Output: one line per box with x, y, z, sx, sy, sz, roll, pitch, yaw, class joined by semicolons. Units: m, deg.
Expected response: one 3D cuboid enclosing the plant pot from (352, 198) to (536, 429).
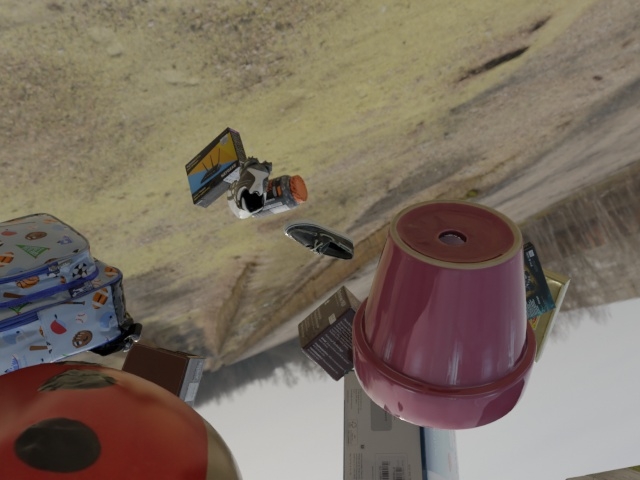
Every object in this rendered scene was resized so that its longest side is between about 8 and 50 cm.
0.134;0.064;0.601;0.202;0.201;0.180;-19;127;-25;plant pot

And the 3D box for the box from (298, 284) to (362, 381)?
0.061;0.286;1.749;0.203;0.167;0.168;-42;-162;8;box

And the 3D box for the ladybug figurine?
-0.222;0.199;0.413;0.305;0.161;0.449;-29;-169;-30;ladybug figurine

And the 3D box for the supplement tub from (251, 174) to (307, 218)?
-0.146;-0.147;1.854;0.191;0.116;0.117;-15;175;22;supplement tub

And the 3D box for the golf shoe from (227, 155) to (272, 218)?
-0.154;-0.085;1.166;0.077;0.093;0.198;9;149;-13;golf shoe

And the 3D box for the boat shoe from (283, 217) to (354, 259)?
0.000;0.000;1.571;0.220;0.070;0.077;16;134;-23;boat shoe

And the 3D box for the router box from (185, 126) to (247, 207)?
-0.269;-0.186;1.458;0.179;0.133;0.046;-35;149;27;router box

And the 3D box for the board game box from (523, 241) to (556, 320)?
0.450;0.106;1.285;0.126;0.186;0.026;-26;-154;5;board game box

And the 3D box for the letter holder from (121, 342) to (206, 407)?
-0.526;0.495;1.794;0.215;0.301;0.152;12;170;12;letter holder

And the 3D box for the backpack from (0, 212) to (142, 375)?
-0.453;0.091;0.843;0.277;0.213;0.263;18;-140;42;backpack

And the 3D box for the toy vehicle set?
0.557;0.188;1.547;0.035;0.166;0.266;-25;132;-44;toy vehicle set

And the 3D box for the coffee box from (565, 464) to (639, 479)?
0.567;0.548;0.798;0.335;0.337;0.338;7;179;-32;coffee box

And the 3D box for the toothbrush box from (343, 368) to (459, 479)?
0.139;0.343;0.907;0.126;0.216;0.295;-8;151;19;toothbrush box
